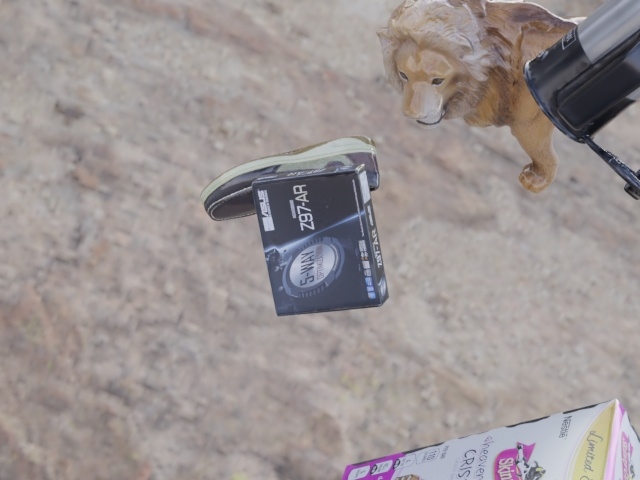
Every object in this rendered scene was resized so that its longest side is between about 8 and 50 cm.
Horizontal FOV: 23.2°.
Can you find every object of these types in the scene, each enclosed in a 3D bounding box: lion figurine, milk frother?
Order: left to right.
[{"bbox_3d":[0.261,-0.157,1.432,0.392,0.240,0.142,-8,52,13],"label":"lion figurine"},{"bbox_3d":[0.257,-0.117,1.224,0.143,0.135,0.129,36,34,-24],"label":"milk frother"}]

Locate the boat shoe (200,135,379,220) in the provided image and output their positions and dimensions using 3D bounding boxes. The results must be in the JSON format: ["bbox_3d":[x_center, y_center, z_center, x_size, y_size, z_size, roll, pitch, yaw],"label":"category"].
[{"bbox_3d":[-0.025,-0.042,1.264,0.056,0.152,0.049,44,29,-61],"label":"boat shoe"}]

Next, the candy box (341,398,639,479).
[{"bbox_3d":[0.111,0.212,1.117,0.071,0.233,0.159,59,30,-24],"label":"candy box"}]

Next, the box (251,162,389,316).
[{"bbox_3d":[0.000,0.000,0.911,0.067,0.083,0.018,-6,13,19],"label":"box"}]
